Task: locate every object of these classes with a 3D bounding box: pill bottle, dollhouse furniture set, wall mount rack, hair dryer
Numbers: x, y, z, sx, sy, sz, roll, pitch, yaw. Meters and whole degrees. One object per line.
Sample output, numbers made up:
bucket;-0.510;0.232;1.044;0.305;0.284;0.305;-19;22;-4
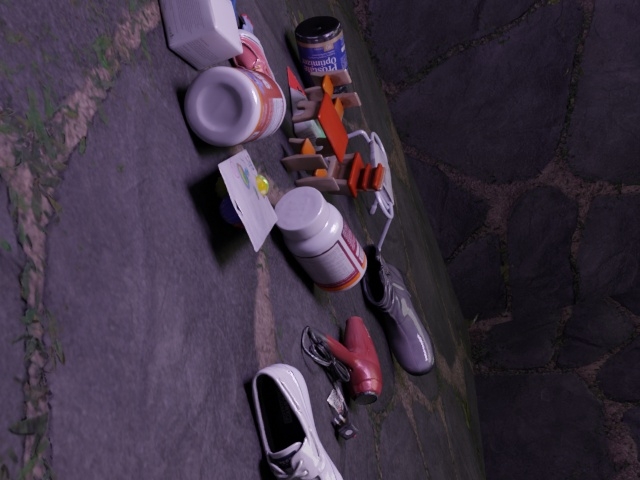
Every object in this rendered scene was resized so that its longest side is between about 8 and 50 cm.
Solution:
pill bottle;0.000;0.000;1.351;0.221;0.121;0.121;55;24;-48
dollhouse furniture set;0.046;-0.216;1.571;0.259;0.135;0.262;59;38;-49
wall mount rack;0.147;-0.139;2.010;0.304;0.130;0.350;57;22;-36
pill bottle;0.011;-0.464;1.831;0.122;0.123;0.219;-89;169;-47
hair dryer;0.059;0.232;1.391;0.293;0.080;0.223;-54;125;-71
pill bottle;-0.128;-0.220;1.141;0.216;0.121;0.121;-44;116;-73

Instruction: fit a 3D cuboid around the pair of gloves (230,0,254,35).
pair of gloves;-0.169;-0.430;1.402;0.198;0.023;0.159;51;26;-56

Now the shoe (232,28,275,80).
shoe;-0.128;-0.324;1.352;0.178;0.063;0.081;55;19;-58

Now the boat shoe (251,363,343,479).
boat shoe;-0.042;0.302;0.983;0.258;0.095;0.084;66;18;15

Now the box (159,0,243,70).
box;-0.191;-0.347;1.116;0.101;0.087;0.102;24;51;-70

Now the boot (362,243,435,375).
boot;0.187;0.191;1.856;0.223;0.118;0.338;39;26;-59

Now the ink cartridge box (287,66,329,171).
ink cartridge box;-0.018;-0.306;1.737;0.181;0.056;0.224;52;28;-53

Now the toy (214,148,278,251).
toy;-0.128;-0.064;1.104;0.237;0.056;0.136;-65;132;-74
